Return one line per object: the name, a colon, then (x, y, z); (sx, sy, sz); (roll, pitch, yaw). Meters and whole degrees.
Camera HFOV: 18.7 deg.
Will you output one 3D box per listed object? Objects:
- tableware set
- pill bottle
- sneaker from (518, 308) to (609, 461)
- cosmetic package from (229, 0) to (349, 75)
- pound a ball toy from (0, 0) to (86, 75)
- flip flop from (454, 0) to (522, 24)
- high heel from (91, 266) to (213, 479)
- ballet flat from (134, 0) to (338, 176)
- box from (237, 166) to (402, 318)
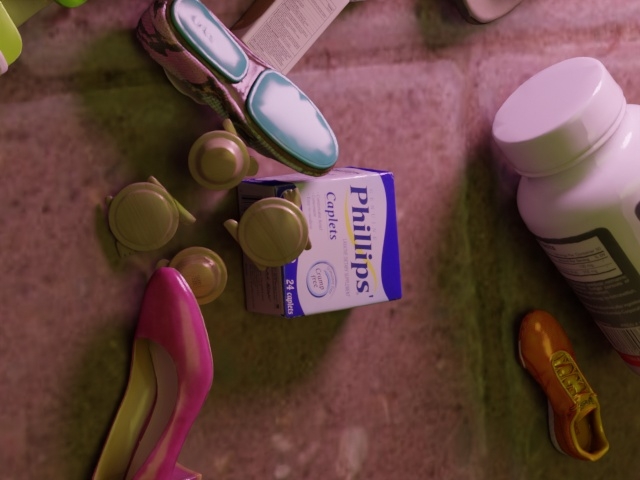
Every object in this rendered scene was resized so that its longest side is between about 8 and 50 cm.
tableware set: (-0.100, -0.016, 1.742); (0.168, 0.020, 0.141); (-31, 105, 6)
pill bottle: (0.309, -0.024, 1.964); (0.176, 0.176, 0.318); (-48, 117, -22)
sneaker: (0.257, 0.147, 2.007); (0.064, 0.067, 0.175); (-34, 109, -26)
cosmetic package: (-0.033, -0.204, 1.805); (0.115, 0.041, 0.060); (-49, 117, -21)
pound a ball toy: (-0.272, -0.282, 1.585); (0.208, 0.135, 0.319); (-44, 117, -23)
flip flop: (0.235, -0.305, 1.954); (0.277, 0.080, 0.112); (-27, 108, -29)
high heel: (-0.164, 0.148, 1.719); (0.117, 0.082, 0.244); (-11, 112, -43)
ballet flat: (-0.079, -0.134, 1.756); (0.221, 0.079, 0.077); (42, 51, -18)
box: (0.000, 0.000, 1.822); (0.137, 0.072, 0.126); (-9, 99, -33)
